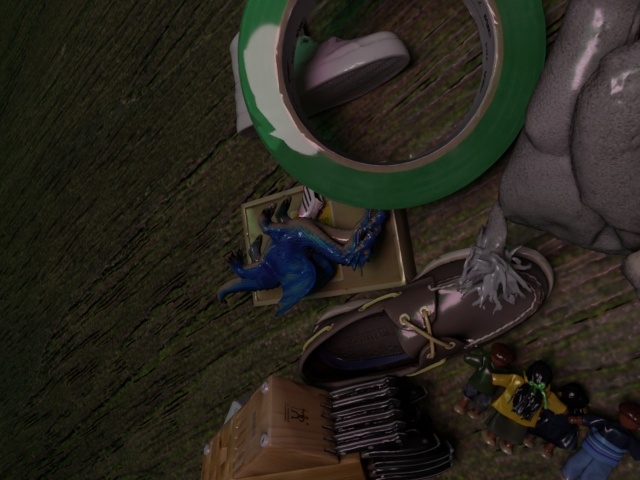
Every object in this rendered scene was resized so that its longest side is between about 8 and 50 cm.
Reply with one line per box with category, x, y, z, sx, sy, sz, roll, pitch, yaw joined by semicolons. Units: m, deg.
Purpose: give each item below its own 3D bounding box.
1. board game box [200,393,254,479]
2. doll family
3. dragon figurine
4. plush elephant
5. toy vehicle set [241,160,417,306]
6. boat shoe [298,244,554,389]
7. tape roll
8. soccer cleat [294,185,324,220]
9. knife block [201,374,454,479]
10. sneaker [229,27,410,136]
board game box;-0.077;0.415;0.733;0.224;0.098;0.303;32;108;32
doll family;0.238;0.178;0.513;0.193;0.076;0.111;25;108;4
dragon figurine;-0.040;0.042;0.655;0.144;0.085;0.289;45;116;7
plush elephant;0.286;-0.042;0.382;0.256;0.272;0.329;27;103;23
toy vehicle set;0.000;0.000;0.717;0.267;0.035;0.165;-12;83;35
boat shoe;0.108;0.102;0.581;0.325;0.097;0.116;-25;101;34
tape roll;0.073;-0.198;0.552;0.322;0.077;0.320;1;101;7
soccer cleat;-0.013;-0.045;0.686;0.036;0.029;0.083;9;90;40
knife block;0.011;0.265;0.608;0.275;0.242;0.088;-51;26;31
sneaker;-0.024;-0.268;0.693;0.293;0.108;0.169;-12;86;36
